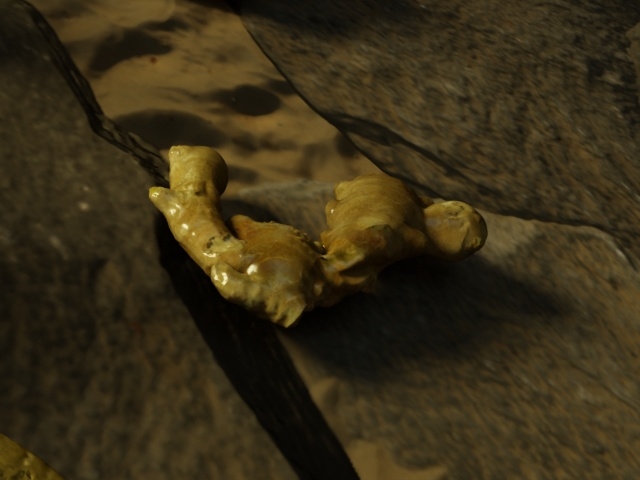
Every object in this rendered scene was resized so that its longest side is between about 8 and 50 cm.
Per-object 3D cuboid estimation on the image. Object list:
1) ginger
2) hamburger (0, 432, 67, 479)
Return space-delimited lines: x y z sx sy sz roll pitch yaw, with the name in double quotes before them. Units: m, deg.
"ginger" 0.000 0.000 0.639 0.193 0.052 0.176 20 36 -2
"hamburger" -0.134 0.138 0.313 0.189 0.122 0.215 13 35 -35
